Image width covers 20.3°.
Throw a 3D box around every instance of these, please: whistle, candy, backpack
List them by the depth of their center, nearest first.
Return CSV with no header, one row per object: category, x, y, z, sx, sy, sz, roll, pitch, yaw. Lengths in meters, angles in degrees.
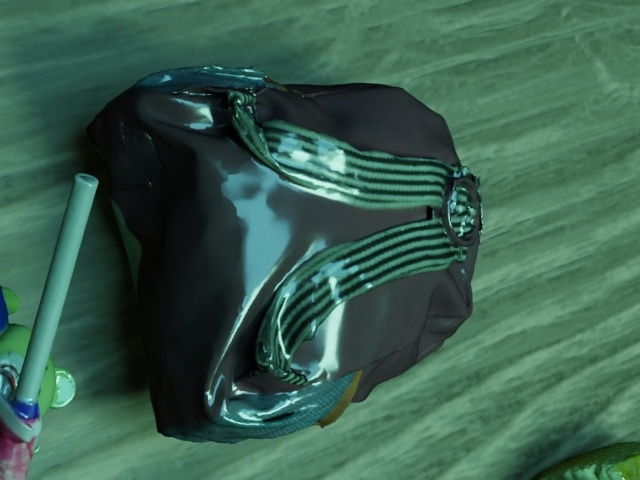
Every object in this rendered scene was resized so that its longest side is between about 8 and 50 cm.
candy,-0.202,0.123,1.178,0.124,0.124,0.365,3,116,-34
whistle,-0.260,0.055,1.258,0.105,0.085,0.227,-36,101,-27
backpack,0.000,0.000,1.376,0.317,0.197,0.283,-7,84,-36

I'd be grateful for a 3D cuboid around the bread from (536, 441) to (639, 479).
bread,0.249,0.287,1.540,0.186,0.124,0.257,33,63,-25
